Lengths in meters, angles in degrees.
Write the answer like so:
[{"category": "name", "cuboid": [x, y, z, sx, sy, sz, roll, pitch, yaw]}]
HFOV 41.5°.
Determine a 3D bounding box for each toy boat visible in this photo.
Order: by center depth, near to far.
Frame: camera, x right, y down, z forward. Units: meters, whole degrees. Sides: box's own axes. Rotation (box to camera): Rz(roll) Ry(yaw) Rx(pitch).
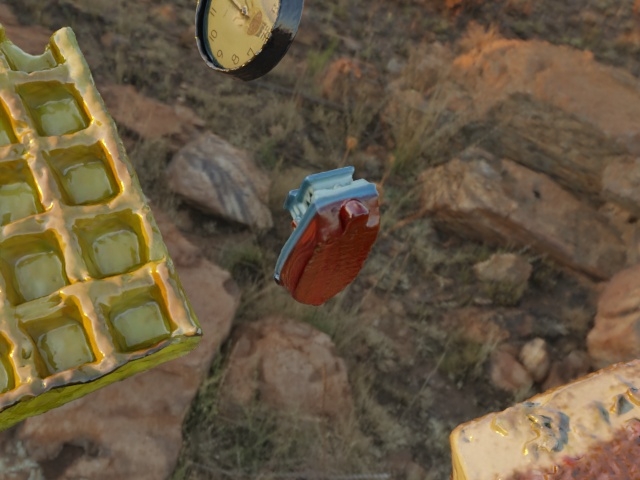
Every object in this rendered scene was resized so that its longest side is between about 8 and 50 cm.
[{"category": "toy boat", "cuboid": [0.000, 0.000, 0.669, 0.069, 0.173, 0.058, -15, 66, -19]}]

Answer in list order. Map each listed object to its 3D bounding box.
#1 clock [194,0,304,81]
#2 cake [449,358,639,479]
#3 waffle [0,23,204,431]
[{"category": "clock", "cuboid": [-0.101, -0.308, 1.139, 0.040, 0.184, 0.184, 10, 32, -48]}, {"category": "cake", "cuboid": [0.280, 0.316, 0.879, 0.256, 0.282, 0.290, -18, 50, -7]}, {"category": "waffle", "cuboid": [-0.170, -0.016, 0.398, 0.161, 0.055, 0.210, -23, 79, -18]}]
